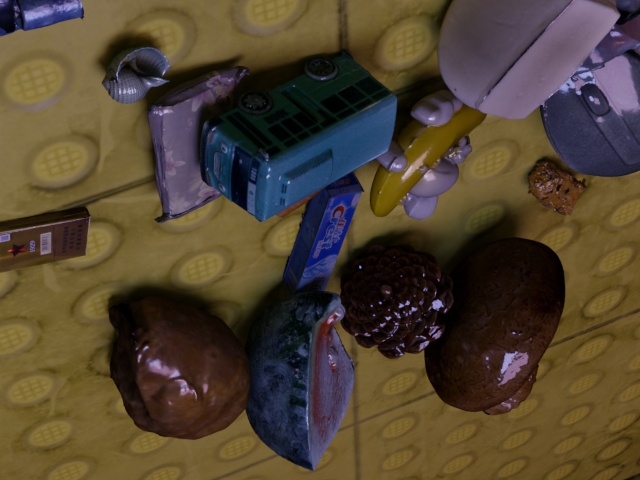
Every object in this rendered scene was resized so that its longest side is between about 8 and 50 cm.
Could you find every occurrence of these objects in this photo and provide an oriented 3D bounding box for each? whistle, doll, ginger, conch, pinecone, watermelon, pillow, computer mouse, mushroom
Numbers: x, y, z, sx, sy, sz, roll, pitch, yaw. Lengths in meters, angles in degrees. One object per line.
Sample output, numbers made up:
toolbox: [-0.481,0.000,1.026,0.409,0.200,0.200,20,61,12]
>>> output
whistle: [0.443,-0.329,1.890,0.189,0.189,0.348,8,144,-42]
doll: [0.159,-0.128,1.996,0.237,0.111,0.252,-59,160,17]
ginger: [-0.218,0.203,2.105,0.223,0.200,0.269,-10,144,-22]
conch: [-0.238,-0.214,1.655,0.085,0.057,0.076,-26,132,-41]
pinecone: [0.135,0.103,2.239,0.208,0.207,0.207,-19,146,-13]
watermelon: [-0.012,0.245,2.197,0.214,0.289,0.320,9,141,-33]
pillow: [-0.170,-0.136,1.806,0.169,0.059,0.255,-26,148,-22]
computer mouse: [0.482,-0.194,2.121,0.203,0.114,0.374,-27,149,23]
whistle: [-0.422,-0.246,1.475,0.304,0.062,0.062,-16,145,-18]
mushroom: [0.304,0.143,2.294,0.239,0.345,0.345,7,134,-26]

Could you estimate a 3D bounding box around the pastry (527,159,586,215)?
pastry: [0.413,-0.091,2.288,0.140,0.056,0.080,18,114,-45]

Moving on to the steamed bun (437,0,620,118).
steamed bun: [0.277,-0.299,1.807,0.146,0.164,0.241,9,131,-45]

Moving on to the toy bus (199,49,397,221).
toy bus: [-0.028,-0.140,1.779,0.256,0.147,0.128,-31,148,-30]

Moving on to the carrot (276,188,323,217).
carrot: [0.009,-0.120,1.949,0.225,0.067,0.067,-40,145,22]

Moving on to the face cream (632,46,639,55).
face cream: [0.473,-0.280,2.105,0.115,0.020,0.038,-33,149,17]

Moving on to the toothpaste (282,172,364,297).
toothpaste: [0.000,0.000,2.118,0.066,0.053,0.272,-10,143,-26]

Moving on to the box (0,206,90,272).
box: [-0.397,-0.001,1.861,0.133,0.023,0.090,-12,143,-22]
